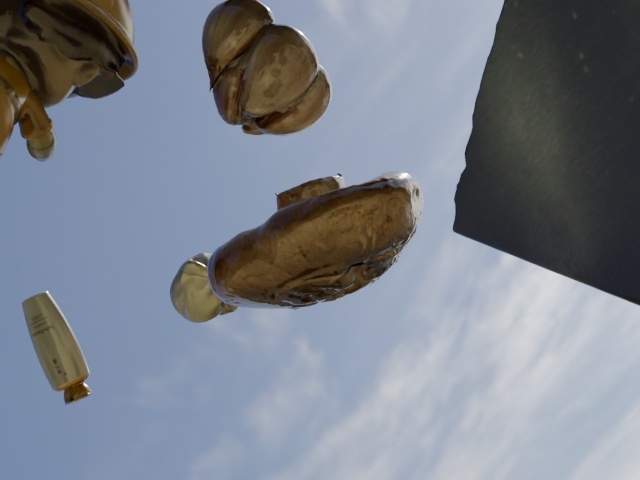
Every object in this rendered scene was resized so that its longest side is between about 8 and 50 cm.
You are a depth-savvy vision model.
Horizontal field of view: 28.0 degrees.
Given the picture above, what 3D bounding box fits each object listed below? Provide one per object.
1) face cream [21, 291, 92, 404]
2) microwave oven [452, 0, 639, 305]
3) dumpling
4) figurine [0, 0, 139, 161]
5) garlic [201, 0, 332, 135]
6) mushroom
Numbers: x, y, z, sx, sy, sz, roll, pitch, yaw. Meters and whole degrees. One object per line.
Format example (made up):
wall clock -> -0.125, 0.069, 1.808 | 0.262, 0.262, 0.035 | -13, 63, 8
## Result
face cream -> -0.420, 0.172, 2.049 | 0.072, 0.182, 0.051 | -25, -4, 15
microwave oven -> 0.324, -0.095, 0.717 | 0.432, 0.236, 0.374 | 5, -77, -45
dumpling -> -0.211, 0.092, 2.370 | 0.118, 0.136, 0.199 | -55, -9, -20
figurine -> -0.275, -0.177, 1.191 | 0.167, 0.192, 0.257 | -49, 12, 40
garlic -> -0.078, -0.263, 1.967 | 0.191, 0.160, 0.214 | -67, -33, -34
mushroom -> 0.000, 0.000, 1.532 | 0.278, 0.146, 0.278 | -22, -6, -2
